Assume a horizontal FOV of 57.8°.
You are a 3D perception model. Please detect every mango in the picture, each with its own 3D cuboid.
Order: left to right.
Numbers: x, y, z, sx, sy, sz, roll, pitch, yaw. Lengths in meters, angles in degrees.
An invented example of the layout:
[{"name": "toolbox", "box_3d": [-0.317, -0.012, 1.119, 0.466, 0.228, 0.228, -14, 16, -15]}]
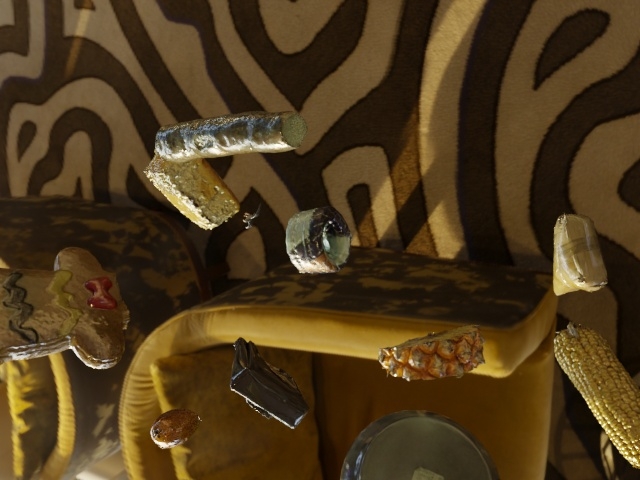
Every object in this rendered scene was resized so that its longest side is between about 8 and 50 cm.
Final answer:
[{"name": "mango", "box_3d": [-0.280, 0.366, 1.129, 0.077, 0.127, 0.063, 14, 94, 15]}]

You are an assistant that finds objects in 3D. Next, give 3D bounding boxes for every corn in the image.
[{"name": "corn", "box_3d": [0.528, 0.274, 1.057, 0.106, 0.106, 0.293, -57, 32, 28]}]

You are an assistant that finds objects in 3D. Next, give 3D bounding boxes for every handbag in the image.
[{"name": "handbag", "box_3d": [-0.177, 0.462, 1.912, 0.285, 0.257, 0.113, 41, 100, -22]}]

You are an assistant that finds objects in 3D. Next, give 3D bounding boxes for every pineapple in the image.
[{"name": "pineapple", "box_3d": [0.234, 0.221, 1.117, 0.233, 0.135, 0.080, -11, 86, -11]}]

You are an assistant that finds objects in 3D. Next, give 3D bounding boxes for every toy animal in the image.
[{"name": "toy animal", "box_3d": [-0.181, -0.059, 1.480, 0.028, 0.050, 0.084, 54, 132, 26]}]

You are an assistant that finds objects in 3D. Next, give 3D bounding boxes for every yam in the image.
[{"name": "yam", "box_3d": [-0.128, -0.139, 0.777, 0.274, 0.061, 0.061, 4, 105, 44]}]

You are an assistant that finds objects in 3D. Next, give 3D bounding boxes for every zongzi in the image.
[{"name": "zongzi", "box_3d": [0.620, 0.041, 1.452, 0.099, 0.197, 0.195, -4, 77, -7]}]

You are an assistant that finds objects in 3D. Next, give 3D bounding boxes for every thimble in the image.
[{"name": "thimble", "box_3d": [0.000, 0.000, 1.970, 0.150, 0.237, 0.237, -6, 99, 33]}]

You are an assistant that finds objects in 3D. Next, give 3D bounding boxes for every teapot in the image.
[{"name": "teapot", "box_3d": [0.176, 0.562, 1.160, 0.305, 0.376, 0.362, 20, 147, 14]}]

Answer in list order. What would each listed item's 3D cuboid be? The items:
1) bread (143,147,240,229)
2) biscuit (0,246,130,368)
[{"name": "bread", "box_3d": [-0.317, -0.132, 1.444, 0.174, 0.121, 0.245, 20, 158, 47]}, {"name": "biscuit", "box_3d": [-0.648, 0.141, 1.331, 0.076, 0.394, 0.368, -61, 43, 34]}]
